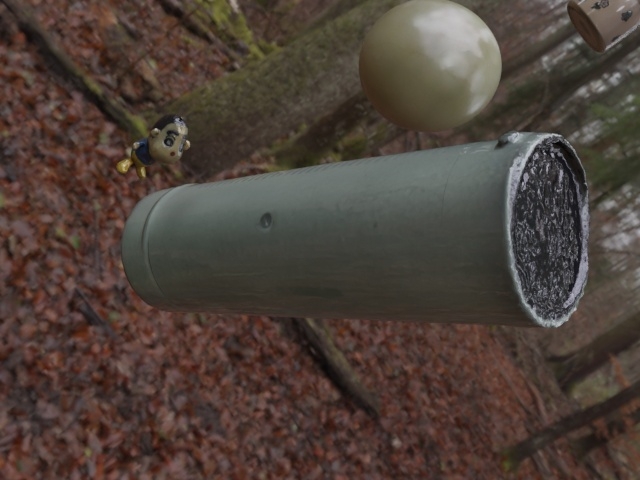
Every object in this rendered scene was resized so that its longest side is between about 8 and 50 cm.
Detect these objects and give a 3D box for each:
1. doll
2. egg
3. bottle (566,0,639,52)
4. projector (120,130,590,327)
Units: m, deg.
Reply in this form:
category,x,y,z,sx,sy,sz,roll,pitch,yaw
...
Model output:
category,x,y,z,sx,sy,sz,roll,pitch,yaw
doll,-0.319,-0.179,1.368,0.102,0.179,0.089,15,42,-47
egg,0.162,-0.249,1.012,0.241,0.186,0.186,-5,54,-43
bottle,0.435,-0.347,0.990,0.099,0.152,0.099,49,15,-18
projector,0.000,0.000,0.479,0.108,0.337,0.108,4,85,-49
